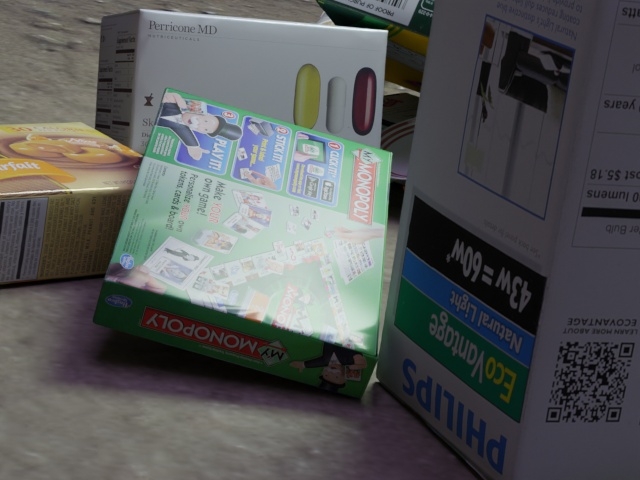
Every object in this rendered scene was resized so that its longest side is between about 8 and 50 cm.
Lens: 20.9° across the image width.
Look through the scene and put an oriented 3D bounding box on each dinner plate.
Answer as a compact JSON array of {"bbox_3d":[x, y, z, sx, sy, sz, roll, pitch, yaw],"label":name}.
[{"bbox_3d":[0.115,-0.095,1.825,0.141,0.017,0.141,-10,29,5],"label":"dinner plate"}]

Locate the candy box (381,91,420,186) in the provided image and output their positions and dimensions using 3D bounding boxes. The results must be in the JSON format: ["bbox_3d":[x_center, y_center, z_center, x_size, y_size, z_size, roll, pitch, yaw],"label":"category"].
[{"bbox_3d":[0.143,-0.099,1.952,0.233,0.071,0.159,22,21,31],"label":"candy box"}]

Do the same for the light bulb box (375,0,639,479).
[{"bbox_3d":[0.264,-0.022,1.280,0.358,0.361,0.225,2,17,-24],"label":"light bulb box"}]

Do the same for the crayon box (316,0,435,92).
[{"bbox_3d":[0.204,-0.202,1.880,0.363,0.106,0.313,22,-5,17],"label":"crayon box"}]

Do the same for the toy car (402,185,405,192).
[{"bbox_3d":[0.087,-0.046,1.816,0.060,0.040,0.122,-2,14,-45],"label":"toy car"}]

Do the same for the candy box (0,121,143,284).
[{"bbox_3d":[-0.290,-0.033,1.474,0.316,0.087,0.183,-6,24,-41],"label":"candy box"}]

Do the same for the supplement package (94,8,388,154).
[{"bbox_3d":[-0.087,-0.157,1.810,0.262,0.145,0.204,2,4,-18],"label":"supplement package"}]

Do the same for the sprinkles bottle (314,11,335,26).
[{"bbox_3d":[0.035,-0.248,2.289,0.121,0.121,0.355,11,17,5],"label":"sprinkles bottle"}]

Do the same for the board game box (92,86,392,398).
[{"bbox_3d":[-0.053,-0.008,1.419,0.213,0.046,0.317,17,31,-5],"label":"board game box"}]
